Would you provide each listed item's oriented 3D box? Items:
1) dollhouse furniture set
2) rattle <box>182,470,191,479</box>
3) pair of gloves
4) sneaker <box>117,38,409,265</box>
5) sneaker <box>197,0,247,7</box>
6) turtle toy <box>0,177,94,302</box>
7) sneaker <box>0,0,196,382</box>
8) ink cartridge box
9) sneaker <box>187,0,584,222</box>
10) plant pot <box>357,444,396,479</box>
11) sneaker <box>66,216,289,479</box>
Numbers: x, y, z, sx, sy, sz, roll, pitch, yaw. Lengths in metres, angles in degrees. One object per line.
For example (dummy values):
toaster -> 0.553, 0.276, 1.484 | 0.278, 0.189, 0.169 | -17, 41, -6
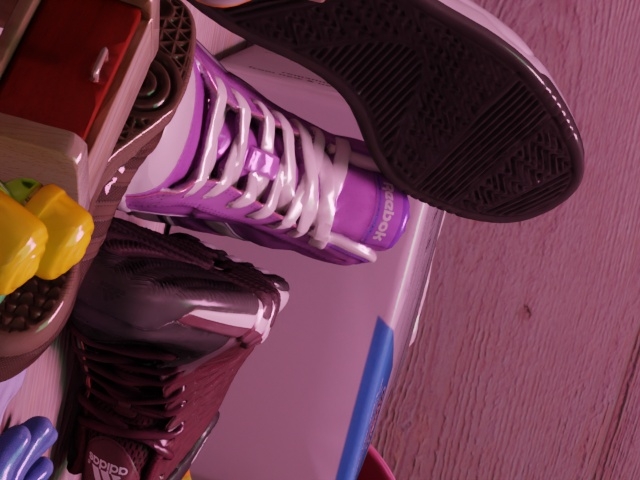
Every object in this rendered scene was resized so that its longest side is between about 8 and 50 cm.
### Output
dollhouse furniture set -> -0.057, -0.114, 0.571 | 0.129, 0.128, 0.184 | 98, 9, -54
rattle -> -0.137, 0.186, 1.146 | 0.130, 0.143, 0.200 | -36, 173, -26
pair of gloves -> -0.155, 0.123, 0.797 | 0.198, 0.023, 0.159 | 99, 7, -52
sneaker -> -0.030, -0.045, 0.916 | 0.282, 0.161, 0.102 | 22, 84, -84
sneaker -> -0.048, -0.212, 0.699 | 0.121, 0.099, 0.262 | -52, 150, -59
turtle toy -> -0.123, -0.003, 0.471 | 0.066, 0.095, 0.130 | -54, 177, 8
sneaker -> -0.110, -0.026, 0.725 | 0.188, 0.066, 0.071 | -66, -172, -32
ink cartridge box -> 0.000, 0.000, 1.331 | 0.395, 0.166, 0.286 | -51, 156, -76
sneaker -> 0.028, -0.145, 0.935 | 0.123, 0.295, 0.178 | -30, -141, 29
plant pot -> -0.057, 0.250, 1.414 | 0.180, 0.201, 0.201 | -59, -174, 36
sneaker -> -0.092, 0.081, 0.946 | 0.163, 0.106, 0.281 | -65, 169, 2
